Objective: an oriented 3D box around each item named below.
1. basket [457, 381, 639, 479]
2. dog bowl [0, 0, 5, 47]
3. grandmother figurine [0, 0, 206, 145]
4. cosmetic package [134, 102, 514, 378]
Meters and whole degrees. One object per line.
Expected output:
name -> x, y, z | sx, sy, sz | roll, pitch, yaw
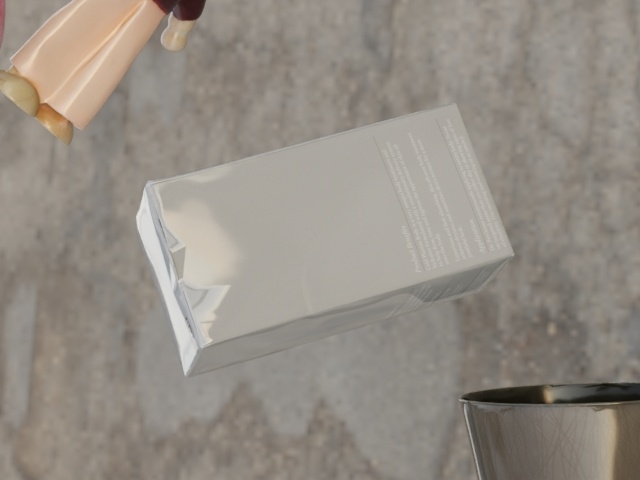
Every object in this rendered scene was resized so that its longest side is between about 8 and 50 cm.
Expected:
basket -> 0.219, 0.238, 1.494 | 0.154, 0.204, 0.226 | -7, -85, -74
dog bowl -> -0.414, -0.322, 1.723 | 0.408, 0.150, 0.408 | -8, -90, -87
grandmother figurine -> -0.180, -0.255, 1.843 | 0.104, 0.208, 0.342 | 41, 90, 24
cosmetic package -> 0.000, 0.000, 1.267 | 0.107, 0.238, 0.127 | 115, 138, -71
